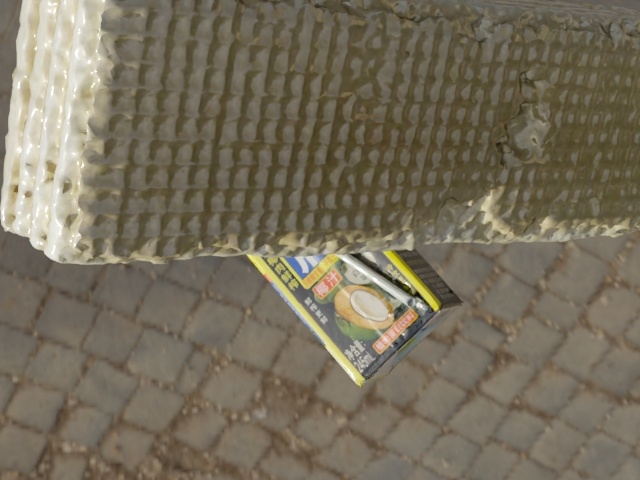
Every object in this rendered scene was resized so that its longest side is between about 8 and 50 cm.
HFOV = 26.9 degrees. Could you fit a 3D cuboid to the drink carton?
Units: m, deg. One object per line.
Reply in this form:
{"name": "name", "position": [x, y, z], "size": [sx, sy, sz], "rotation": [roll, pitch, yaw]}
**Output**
{"name": "drink carton", "position": [0.000, 0.000, 0.791], "size": [0.071, 0.056, 0.166], "rotation": [-46, 76, 15]}

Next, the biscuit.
{"name": "biscuit", "position": [0.043, -0.063, 0.698], "size": [0.426, 0.078, 0.144], "rotation": [-4, 110, -39]}
